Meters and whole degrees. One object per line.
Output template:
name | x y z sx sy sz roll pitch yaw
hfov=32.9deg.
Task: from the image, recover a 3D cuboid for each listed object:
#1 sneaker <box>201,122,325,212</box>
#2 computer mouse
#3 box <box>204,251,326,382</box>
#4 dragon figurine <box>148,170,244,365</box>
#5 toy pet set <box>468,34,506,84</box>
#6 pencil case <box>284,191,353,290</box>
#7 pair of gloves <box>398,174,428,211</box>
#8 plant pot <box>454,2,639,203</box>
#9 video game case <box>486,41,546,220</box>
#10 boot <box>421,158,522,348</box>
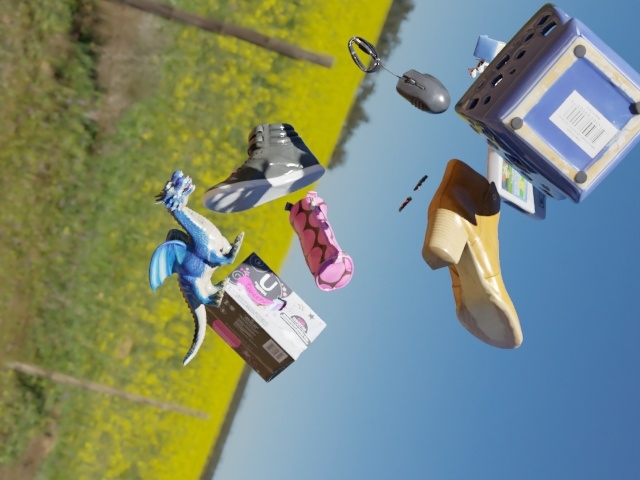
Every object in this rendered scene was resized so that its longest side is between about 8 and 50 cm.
sneaker | -0.143 -0.157 2.272 0.296 0.146 0.104 -20 163 -33
computer mouse | 0.151 -0.327 2.120 0.071 0.242 0.041 -54 168 -5
box | -0.138 0.179 2.539 0.142 0.247 0.163 -47 -178 -40
dragon figurine | -0.204 0.035 1.619 0.085 0.144 0.289 -76 -175 -65
toy pet set | 0.332 -0.346 2.168 0.122 0.065 0.114 -127 -131 -60
pencil case | 0.000 0.000 2.150 0.098 0.095 0.209 -67 -148 34
pair of gloves | 0.172 -0.087 2.011 0.083 0.010 0.074 -52 179 -5
plant pot | 0.375 -0.203 1.668 0.236 0.236 0.212 -48 -170 9
video game case | 0.437 -0.232 2.386 0.300 0.036 0.328 19 72 -58
boot | 0.276 0.021 1.815 0.104 0.295 0.211 -11 -140 38
